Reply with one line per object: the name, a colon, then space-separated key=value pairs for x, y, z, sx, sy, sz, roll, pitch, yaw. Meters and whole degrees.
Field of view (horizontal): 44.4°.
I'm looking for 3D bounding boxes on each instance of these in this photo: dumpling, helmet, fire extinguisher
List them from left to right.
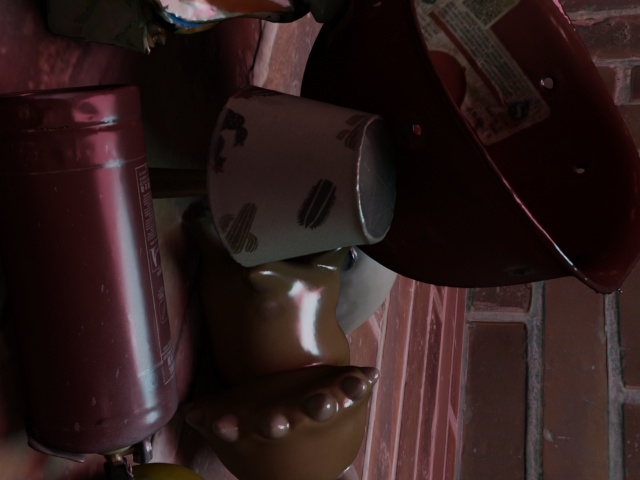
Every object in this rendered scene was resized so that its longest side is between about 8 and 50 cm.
fire extinguisher: x=-0.140 y=0.044 z=0.479 sx=0.105 sy=0.104 sz=0.269 roll=-41 pitch=129 yaw=-68
dumpling: x=-0.005 y=-0.003 z=0.897 sx=0.175 sy=0.243 sz=0.227 roll=34 pitch=23 yaw=-22
helmet: x=0.102 y=-0.090 z=0.682 sx=0.337 sy=0.230 sz=0.385 roll=45 pitch=40 yaw=-24

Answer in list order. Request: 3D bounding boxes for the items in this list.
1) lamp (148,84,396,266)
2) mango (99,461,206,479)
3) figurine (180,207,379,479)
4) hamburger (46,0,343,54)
lamp: x=-0.061 y=-0.043 z=0.532 sx=0.121 sy=0.214 sz=0.121 roll=2 pitch=90 yaw=-66
mango: x=-0.130 y=0.224 z=0.544 sx=0.194 sy=0.091 sz=0.130 roll=-12 pitch=104 yaw=-64
figurine: x=-0.035 y=0.117 z=0.699 sx=0.173 sy=0.177 sz=0.247 roll=-97 pitch=-167 yaw=-70
hamburger: x=-0.112 y=-0.233 z=0.546 sx=0.276 sy=0.150 sz=0.261 roll=19 pitch=53 yaw=-53
